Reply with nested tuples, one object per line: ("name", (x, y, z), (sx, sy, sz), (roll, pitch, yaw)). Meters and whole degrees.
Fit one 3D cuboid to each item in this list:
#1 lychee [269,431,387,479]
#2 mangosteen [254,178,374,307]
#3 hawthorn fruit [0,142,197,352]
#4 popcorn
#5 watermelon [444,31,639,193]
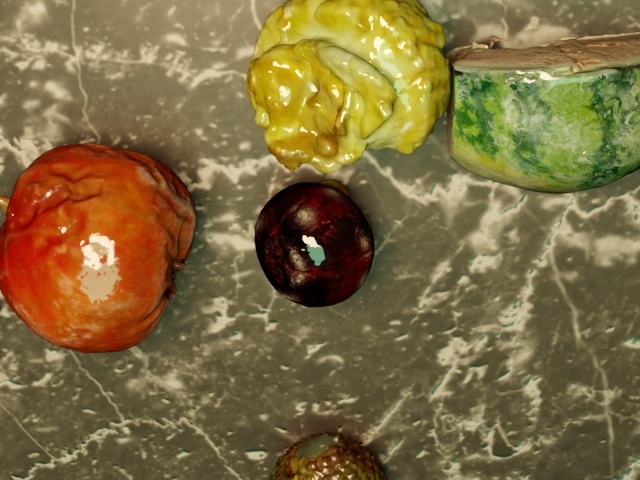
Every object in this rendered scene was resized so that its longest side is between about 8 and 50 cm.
("lychee", (0.015, 0.331, 1.361), (0.171, 0.171, 0.171), (1, 113, 2))
("mangosteen", (0.000, 0.000, 1.234), (0.153, 0.152, 0.152), (1, 113, 2))
("hawthorn fruit", (-0.279, -0.008, 1.190), (0.272, 0.242, 0.241), (23, 112, 0))
("popcorn", (0.027, -0.175, 1.122), (0.221, 0.184, 0.204), (-17, 98, 42))
("watermelon", (0.292, -0.154, 1.156), (0.305, 0.180, 0.224), (-6, 157, 1))
